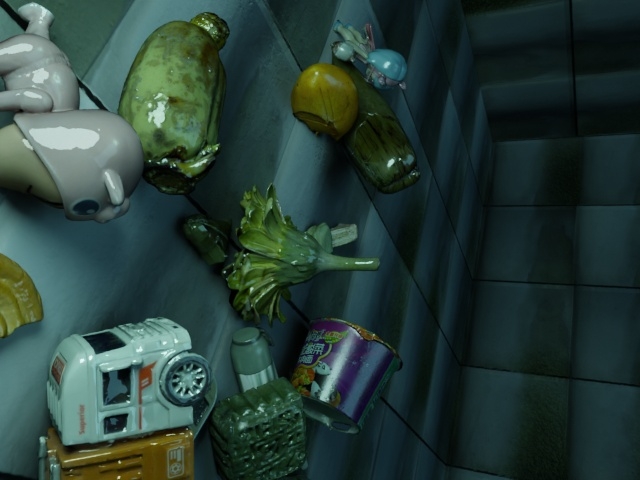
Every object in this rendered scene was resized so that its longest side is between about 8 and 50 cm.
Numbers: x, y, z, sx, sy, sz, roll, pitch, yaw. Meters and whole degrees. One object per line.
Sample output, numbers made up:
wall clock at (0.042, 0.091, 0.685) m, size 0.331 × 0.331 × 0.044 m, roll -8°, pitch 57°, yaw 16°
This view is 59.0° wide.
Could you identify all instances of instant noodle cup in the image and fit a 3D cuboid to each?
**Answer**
instant noodle cup at (0.044, 0.327, 1.337) m, size 0.190 × 0.251 × 0.251 m, roll -61°, pitch 143°, yaw -29°

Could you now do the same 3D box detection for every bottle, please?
bottle at (-0.121, 0.296, 1.160) m, size 0.096 × 0.080 × 0.253 m, roll -27°, pitch 116°, yaw -34°

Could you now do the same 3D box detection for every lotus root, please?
lotus root at (-0.217, -0.223, 0.878) m, size 0.173 × 0.173 × 0.309 m, roll 45°, pitch 48°, yaw -55°

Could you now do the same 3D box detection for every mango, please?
mango at (0.012, -0.337, 1.340) m, size 0.252 × 0.154 × 0.125 m, roll 52°, pitch 38°, yaw -70°

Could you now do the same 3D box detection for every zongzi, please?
zongzi at (-0.202, -0.031, 1.030) m, size 0.109 × 0.055 × 0.119 m, roll 61°, pitch 28°, yaw -42°
zongzi at (0.126, -0.317, 1.460) m, size 0.323 × 0.160 × 0.360 m, roll -115°, pitch -179°, yaw -62°

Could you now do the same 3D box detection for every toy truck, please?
toy truck at (-0.269, 0.306, 0.756) m, size 0.207 × 0.173 × 0.387 m, roll -1°, pitch 92°, yaw -33°

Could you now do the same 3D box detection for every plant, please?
plant at (-0.070, 0.059, 1.135) m, size 0.261 × 0.297 × 0.306 m, roll -52°, pitch 168°, yaw -10°

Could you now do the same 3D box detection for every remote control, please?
remote control at (-0.250, 0.324, 0.951) m, size 0.244 × 0.047 × 0.087 m, roll -60°, pitch 138°, yaw -43°

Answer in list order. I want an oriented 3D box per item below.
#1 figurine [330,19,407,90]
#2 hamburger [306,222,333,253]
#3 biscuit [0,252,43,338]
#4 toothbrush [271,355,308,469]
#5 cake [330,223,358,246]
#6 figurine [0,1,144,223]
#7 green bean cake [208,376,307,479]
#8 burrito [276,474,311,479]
figurine at (0.115, -0.493, 1.456) m, size 0.205 × 0.103 × 0.260 m, roll 4°, pitch 45°, yaw -52°
hamburger at (-0.003, 0.000, 1.421) m, size 0.121 × 0.054 × 0.084 m, roll -25°, pitch 110°, yaw -63°
biscuit at (-0.415, 0.076, 0.631) m, size 0.224 × 0.033 × 0.144 m, roll -34°, pitch 121°, yaw -59°
toothbrush at (-0.083, 0.387, 1.289) m, size 0.040 × 0.040 × 0.385 m, roll -54°, pitch 137°, yaw -49°
cake at (0.038, -0.009, 1.524) m, size 0.121 × 0.065 × 0.051 m, roll -18°, pitch 109°, yaw -38°
figurine at (-0.337, -0.144, 0.685) m, size 0.186 × 0.176 × 0.287 m, roll -28°, pitch 104°, yaw -14°
green bean cake at (-0.112, 0.374, 1.082) m, size 0.182 × 0.094 × 0.172 m, roll -12°, pitch 110°, yaw -28°
burrito at (-0.073, 0.583, 1.289) m, size 0.309 × 0.066 × 0.096 m, roll 43°, pitch 59°, yaw -55°
